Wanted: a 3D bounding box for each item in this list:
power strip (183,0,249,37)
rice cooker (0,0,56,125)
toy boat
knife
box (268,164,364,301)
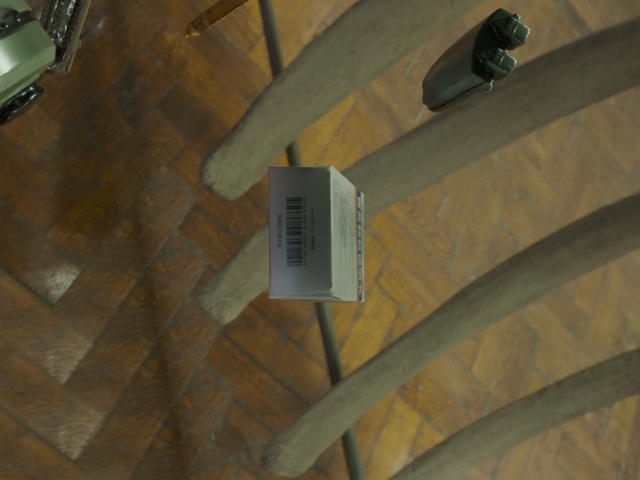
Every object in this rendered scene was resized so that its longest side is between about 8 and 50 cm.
[{"bbox_3d":[-0.150,-0.383,1.284,0.028,0.178,0.049,55,9,-16],"label":"power strip"},{"bbox_3d":[-0.321,-0.135,0.548,0.244,0.226,0.226,51,52,-20],"label":"rice cooker"},{"bbox_3d":[0.261,-0.307,1.435,0.092,0.319,0.141,28,78,-12],"label":"toy boat"},{"bbox_3d":[-0.337,-0.343,1.094,0.089,0.365,0.043,15,53,-26],"label":"knife"},{"bbox_3d":[0.000,0.000,1.292,0.299,0.106,0.200,25,64,-77],"label":"box"}]
